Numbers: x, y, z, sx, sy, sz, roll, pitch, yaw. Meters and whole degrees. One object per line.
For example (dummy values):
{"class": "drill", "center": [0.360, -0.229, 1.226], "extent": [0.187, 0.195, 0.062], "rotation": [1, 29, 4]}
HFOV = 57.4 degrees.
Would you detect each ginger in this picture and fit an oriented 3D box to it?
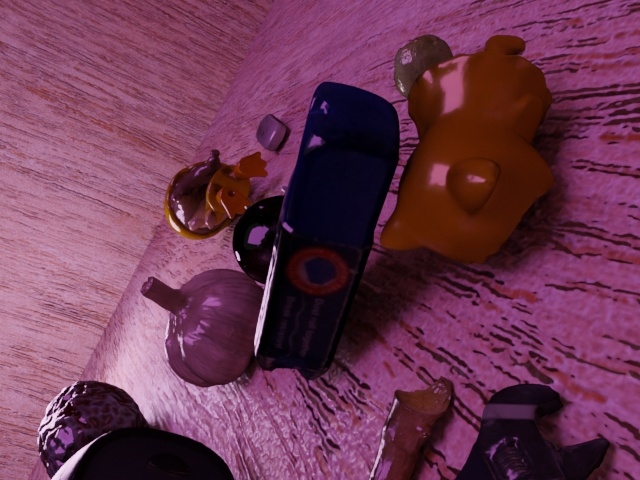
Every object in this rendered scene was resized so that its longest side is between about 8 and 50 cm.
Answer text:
{"class": "ginger", "center": [0.071, 0.180, 0.520], "extent": [0.057, 0.044, 0.137], "rotation": [21, 85, 50]}

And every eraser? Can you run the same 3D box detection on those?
{"class": "eraser", "center": [0.000, 0.000, 0.659], "extent": [0.155, 0.101, 0.332], "rotation": [-81, 6, -52]}

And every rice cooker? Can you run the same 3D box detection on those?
{"class": "rice cooker", "center": [-0.233, 0.374, 0.694], "extent": [0.224, 0.267, 0.267], "rotation": [-49, 25, 32]}

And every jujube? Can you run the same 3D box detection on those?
{"class": "jujube", "center": [-0.476, 0.413, 1.231], "extent": [0.226, 0.226, 0.317], "rotation": [-66, 20, -10]}

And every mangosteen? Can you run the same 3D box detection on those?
{"class": "mangosteen", "center": [-0.059, 0.009, 0.896], "extent": [0.152, 0.152, 0.152], "rotation": [-48, 26, 32]}

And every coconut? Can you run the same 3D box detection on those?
{"class": "coconut", "center": [0.141, -0.225, 0.786], "extent": [0.087, 0.096, 0.088], "rotation": [-15, 28, 8]}

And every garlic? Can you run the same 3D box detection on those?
{"class": "garlic", "center": [-0.209, 0.126, 0.981], "extent": [0.218, 0.212, 0.219], "rotation": [-41, 29, 29]}

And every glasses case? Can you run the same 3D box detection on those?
{"class": "glasses case", "center": [-0.127, -0.275, 1.482], "extent": [0.074, 0.049, 0.193], "rotation": [-57, 23, 11]}

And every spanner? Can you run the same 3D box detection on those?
{"class": "spanner", "center": [0.052, 0.200, 0.359], "extent": [0.316, 0.024, 0.087], "rotation": [-35, 27, -18]}

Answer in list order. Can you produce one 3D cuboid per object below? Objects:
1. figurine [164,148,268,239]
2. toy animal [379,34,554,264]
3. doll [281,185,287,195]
{"class": "figurine", "center": [-0.249, -0.110, 1.401], "extent": [0.215, 0.187, 0.343], "rotation": [-46, 17, -28]}
{"class": "toy animal", "center": [0.142, -0.093, 0.553], "extent": [0.156, 0.156, 0.230], "rotation": [-30, 35, 54]}
{"class": "doll", "center": [-0.068, -0.037, 1.066], "extent": [0.114, 0.057, 0.227], "rotation": [-34, 33, 43]}
